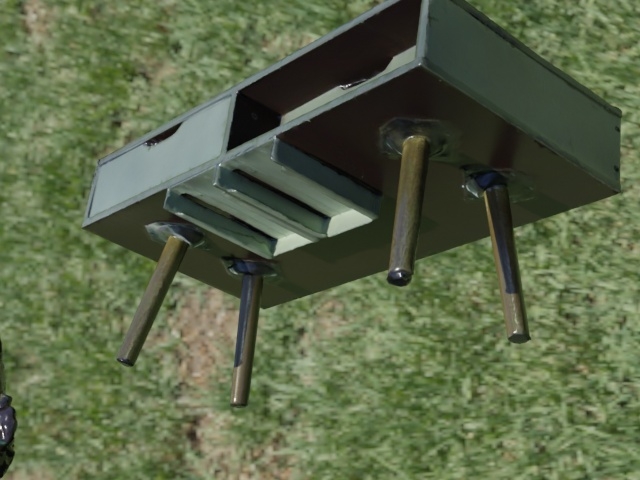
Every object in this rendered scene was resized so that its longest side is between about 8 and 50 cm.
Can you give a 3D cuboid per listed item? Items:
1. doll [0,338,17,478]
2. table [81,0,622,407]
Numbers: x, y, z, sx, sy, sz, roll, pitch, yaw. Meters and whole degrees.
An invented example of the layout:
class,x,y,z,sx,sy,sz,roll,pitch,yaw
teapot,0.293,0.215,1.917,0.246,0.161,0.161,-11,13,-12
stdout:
class,x,y,z,sx,sy,sz,roll,pitch,yaw
doll,-0.205,0.074,0.572,0.165,0.057,0.139,35,101,32
table,0.000,0.000,0.536,0.240,0.121,0.111,-21,52,46
